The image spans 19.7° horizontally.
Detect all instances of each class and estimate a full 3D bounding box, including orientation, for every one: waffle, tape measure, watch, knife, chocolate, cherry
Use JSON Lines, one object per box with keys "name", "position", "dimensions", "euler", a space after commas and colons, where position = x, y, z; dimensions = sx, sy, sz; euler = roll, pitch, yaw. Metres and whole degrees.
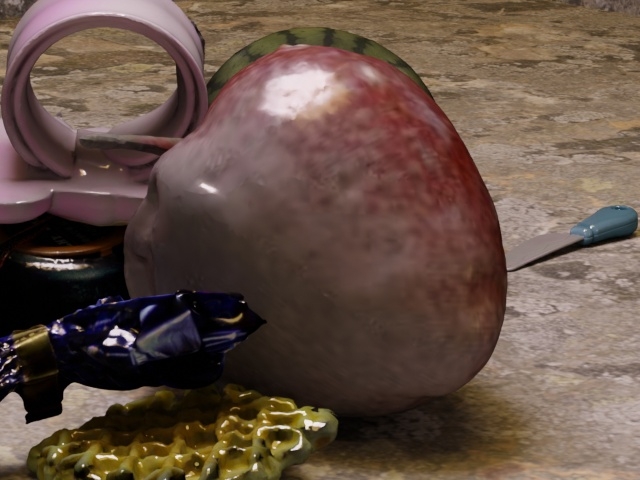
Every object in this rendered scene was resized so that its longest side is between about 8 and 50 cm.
{"name": "waffle", "position": [-0.113, 0.170, 1.456], "dimensions": [0.204, 0.054, 0.223], "euler": [-18, 18, -38]}
{"name": "tape measure", "position": [-0.253, 0.028, 1.820], "dimensions": [0.223, 0.135, 0.202], "euler": [-14, 32, -37]}
{"name": "watch", "position": [-0.230, -0.138, 1.760], "dimensions": [0.248, 0.218, 0.211], "euler": [3, 27, -6]}
{"name": "knife", "position": [0.280, 0.000, 2.139], "dimensions": [0.244, 0.032, 0.058], "euler": [-18, 27, -38]}
{"name": "chocolate", "position": [-0.213, 0.096, 1.481], "dimensions": [0.343, 0.148, 0.126], "euler": [-14, 53, -7]}
{"name": "cherry", "position": [-0.009, 0.009, 1.610], "dimensions": [0.326, 0.335, 0.291], "euler": [-30, -8, 15]}

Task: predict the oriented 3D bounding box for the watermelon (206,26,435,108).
{"name": "watermelon", "position": [-0.005, -0.079, 1.929], "dimensions": [0.278, 0.279, 0.359], "euler": [2, -5, 4]}
